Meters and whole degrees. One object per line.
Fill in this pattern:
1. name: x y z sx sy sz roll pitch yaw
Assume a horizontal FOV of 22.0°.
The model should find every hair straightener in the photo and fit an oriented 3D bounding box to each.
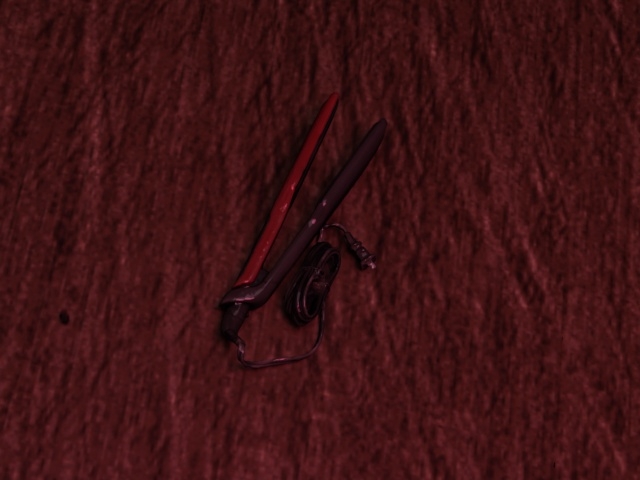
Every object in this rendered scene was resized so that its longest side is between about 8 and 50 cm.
1. hair straightener: 0.000 0.000 1.177 0.089 0.047 0.230 26 58 1
